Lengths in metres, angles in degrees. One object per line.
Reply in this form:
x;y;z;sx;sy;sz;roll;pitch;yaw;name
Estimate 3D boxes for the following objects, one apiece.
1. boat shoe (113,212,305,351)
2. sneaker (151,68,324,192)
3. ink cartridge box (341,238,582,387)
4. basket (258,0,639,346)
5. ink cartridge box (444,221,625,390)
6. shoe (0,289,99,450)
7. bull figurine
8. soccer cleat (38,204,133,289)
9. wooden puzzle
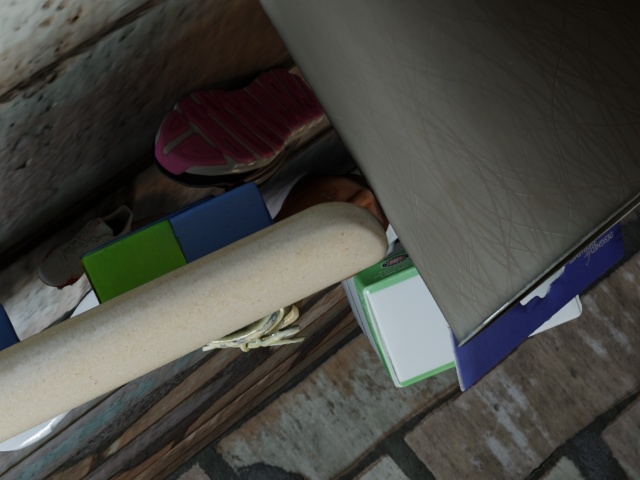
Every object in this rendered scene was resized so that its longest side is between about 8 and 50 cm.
-0.084;0.051;1.144;0.104;0.089;0.285;-28;162;18;boat shoe
-0.059;-0.057;0.942;0.075;0.063;0.170;-51;173;29;sneaker
0.134;0.032;1.636;0.211;0.121;0.289;-22;-165;-3;ink cartridge box
0.070;-0.099;0.701;0.204;0.227;0.154;-39;172;-12;basket
0.207;-0.059;1.399;0.072;0.307;0.303;2;-153;44;ink cartridge box
-0.197;0.102;1.199;0.178;0.063;0.081;-45;167;8;shoe
0.000;0.000;1.408;0.188;0.101;0.310;-38;173;5;bull figurine
-0.154;0.003;0.980;0.083;0.029;0.035;-36;163;-46;soccer cleat
-0.146;0.051;0.820;0.322;0.080;0.348;-26;179;-10;wooden puzzle
